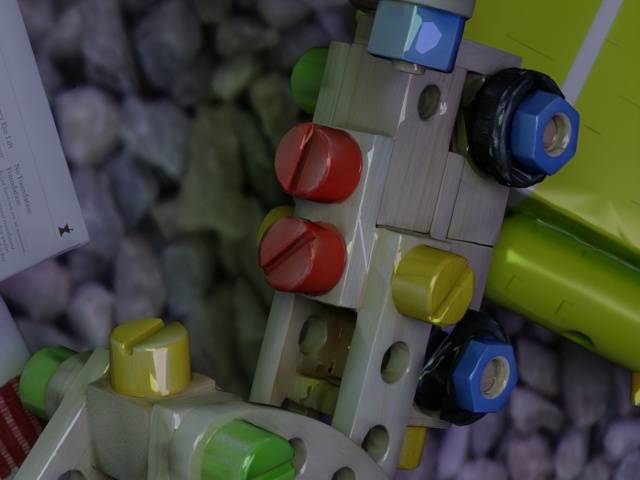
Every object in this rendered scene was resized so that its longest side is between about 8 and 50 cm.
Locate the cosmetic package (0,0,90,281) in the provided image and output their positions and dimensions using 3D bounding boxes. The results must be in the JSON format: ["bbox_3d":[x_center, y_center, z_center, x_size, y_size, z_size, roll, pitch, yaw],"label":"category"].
[{"bbox_3d":[-0.162,-0.094,0.593,0.099,0.060,0.239,-25,111,-30],"label":"cosmetic package"}]

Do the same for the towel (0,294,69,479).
[{"bbox_3d":[-0.196,0.106,0.644,0.237,0.037,0.329,-36,115,-29],"label":"towel"}]

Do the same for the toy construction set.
[{"bbox_3d":[0.000,0.000,0.671,0.215,0.151,0.327,10,110,-47],"label":"toy construction set"}]

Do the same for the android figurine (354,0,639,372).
[{"bbox_3d":[0.151,-0.071,0.827,0.273,0.056,0.248,26,76,-3],"label":"android figurine"}]

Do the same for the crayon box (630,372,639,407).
[{"bbox_3d":[0.303,0.004,0.898,0.319,0.081,0.202,6,76,-5],"label":"crayon box"}]
